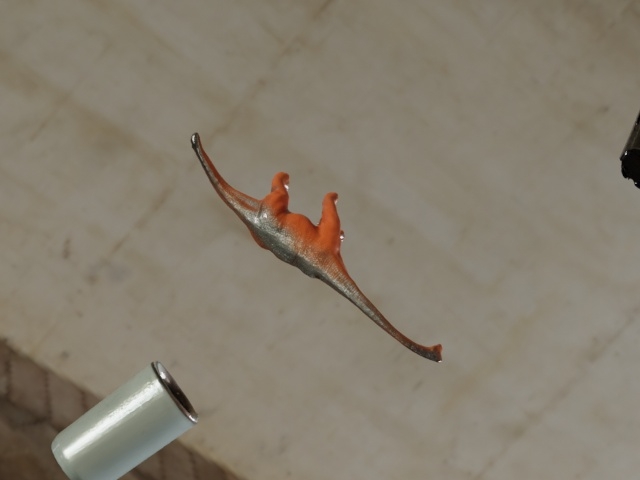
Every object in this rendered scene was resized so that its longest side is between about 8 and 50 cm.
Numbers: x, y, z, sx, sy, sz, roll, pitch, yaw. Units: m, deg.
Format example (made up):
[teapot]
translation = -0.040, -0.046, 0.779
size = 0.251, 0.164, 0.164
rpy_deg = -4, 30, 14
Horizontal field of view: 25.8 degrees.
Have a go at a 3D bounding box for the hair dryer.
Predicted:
[hair dryer]
translation = -0.195, 0.173, 1.422
size = 0.073, 0.131, 0.236
rpy_deg = 54, 0, -7

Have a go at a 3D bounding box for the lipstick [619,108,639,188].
[lipstick]
translation = 0.397, -0.217, 1.401
size = 0.077, 0.418, 0.077
rpy_deg = 22, -30, 13

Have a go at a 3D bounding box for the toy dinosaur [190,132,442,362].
[toy dinosaur]
translation = -0.003, 0.005, 1.192
size = 0.279, 0.055, 0.101
rpy_deg = 31, 34, -1
